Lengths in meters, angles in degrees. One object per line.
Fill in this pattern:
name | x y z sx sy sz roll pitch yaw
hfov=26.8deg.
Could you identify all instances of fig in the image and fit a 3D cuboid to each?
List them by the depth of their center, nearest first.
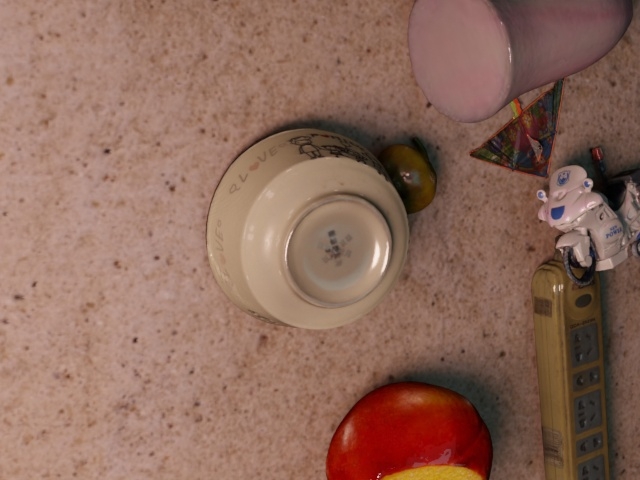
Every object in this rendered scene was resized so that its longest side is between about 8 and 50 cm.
fig | 0.109 -0.078 1.618 0.098 0.082 0.084 -31 77 -42

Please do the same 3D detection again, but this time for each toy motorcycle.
toy motorcycle | 0.369 -0.039 1.757 0.221 0.102 0.150 -26 97 -42

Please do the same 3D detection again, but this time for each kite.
kite | 0.267 -0.146 1.744 0.190 0.010 0.159 -41 116 -22

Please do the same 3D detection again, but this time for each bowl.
bowl | 0.000 0.000 1.498 0.238 0.126 0.237 -5 105 -19

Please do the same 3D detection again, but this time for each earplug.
earplug | 0.272 -0.265 1.653 0.301 0.172 0.172 -22 108 -35

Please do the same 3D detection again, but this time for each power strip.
power strip | 0.341 0.182 1.805 0.092 0.066 0.387 -14 104 -33

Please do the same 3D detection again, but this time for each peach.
peach | 0.107 0.265 1.590 0.190 0.190 0.192 59 41 -24
